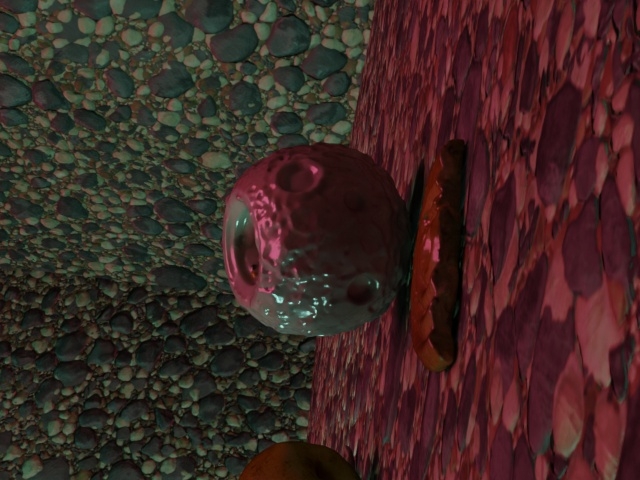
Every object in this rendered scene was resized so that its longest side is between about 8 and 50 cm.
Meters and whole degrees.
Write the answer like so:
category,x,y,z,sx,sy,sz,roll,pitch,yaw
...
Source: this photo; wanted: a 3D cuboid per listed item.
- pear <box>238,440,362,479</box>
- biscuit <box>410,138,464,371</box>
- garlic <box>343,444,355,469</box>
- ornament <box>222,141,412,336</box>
category,x,y,z,sx,sy,sz,roll,pitch,yaw
pear,-0.032,0.380,1.316,0.197,0.197,0.197,-173,90,-88
biscuit,0.110,0.022,0.937,0.144,0.033,0.224,104,174,-70
garlic,0.007,0.393,1.535,0.194,0.127,0.131,-58,-20,-44
ornament,0.000,0.000,1.247,0.259,0.225,0.259,174,90,-68
